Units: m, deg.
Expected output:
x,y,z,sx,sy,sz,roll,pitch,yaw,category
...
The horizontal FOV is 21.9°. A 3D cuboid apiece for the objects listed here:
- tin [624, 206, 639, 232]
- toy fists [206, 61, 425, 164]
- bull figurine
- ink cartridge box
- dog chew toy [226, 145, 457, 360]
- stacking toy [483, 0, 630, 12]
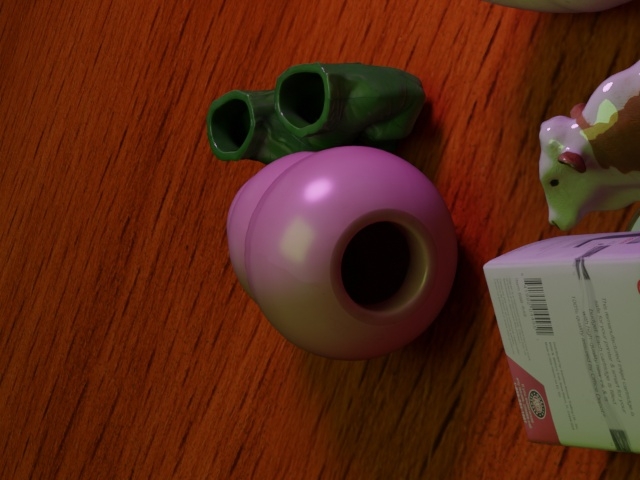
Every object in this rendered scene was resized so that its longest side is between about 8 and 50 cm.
x,y,z,sx,sy,sz,roll,pitch,yaw,category
0.305,0.005,1.289,0.190,0.040,0.106,-22,65,55,tin
0.002,-0.126,1.746,0.279,0.142,0.096,-15,81,57,toy fists
0.295,-0.099,1.134,0.310,0.188,0.101,-49,9,3,bull figurine
0.240,0.075,1.265,0.218,0.092,0.158,-3,104,60,ink cartridge box
0.000,0.000,1.654,0.332,0.207,0.206,-157,80,-67,dog chew toy
0.206,-0.471,1.426,0.351,0.351,0.479,-4,61,59,stacking toy
